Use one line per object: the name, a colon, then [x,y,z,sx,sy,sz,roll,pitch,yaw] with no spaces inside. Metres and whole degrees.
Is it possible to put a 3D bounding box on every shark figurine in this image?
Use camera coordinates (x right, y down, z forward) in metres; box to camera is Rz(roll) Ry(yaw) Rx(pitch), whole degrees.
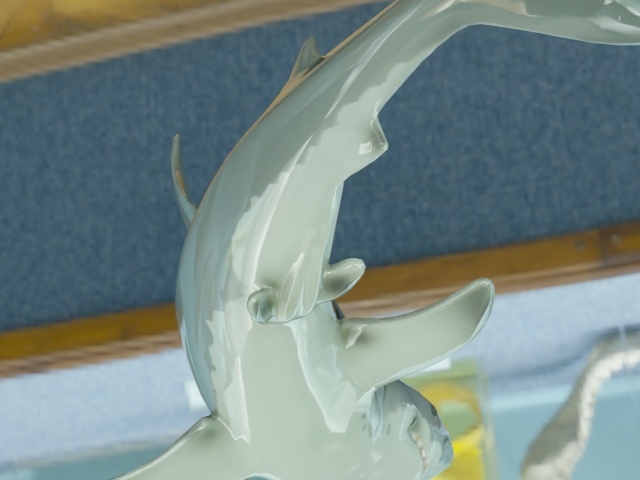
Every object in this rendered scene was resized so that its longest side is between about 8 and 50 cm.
shark figurine: [-0.011,-0.014,0.478,0.166,0.116,0.278,-10,138,-23]
